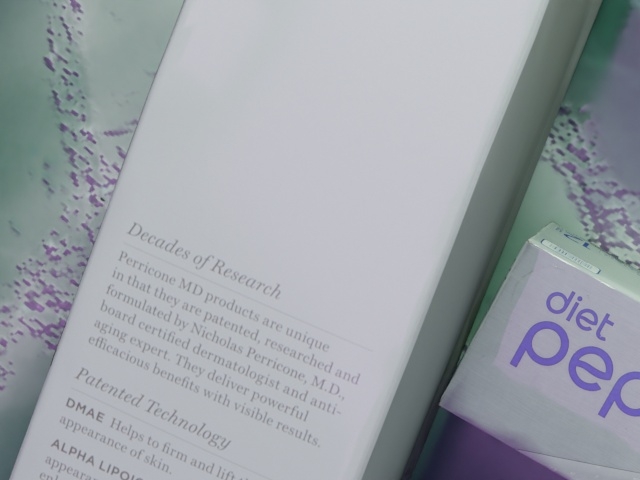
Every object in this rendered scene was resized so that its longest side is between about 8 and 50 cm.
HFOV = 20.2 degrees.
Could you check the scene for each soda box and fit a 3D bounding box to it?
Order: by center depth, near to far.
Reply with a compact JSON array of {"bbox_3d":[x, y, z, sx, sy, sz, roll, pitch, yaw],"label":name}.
[{"bbox_3d":[0.207,0.103,0.869,0.286,0.091,0.098,30,103,9],"label":"soda box"}]

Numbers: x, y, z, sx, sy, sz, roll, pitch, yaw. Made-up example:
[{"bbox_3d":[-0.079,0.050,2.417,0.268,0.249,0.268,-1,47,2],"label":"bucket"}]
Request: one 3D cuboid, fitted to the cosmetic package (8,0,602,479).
[{"bbox_3d":[0.000,0.000,0.849,0.156,0.217,0.385,22,99,11],"label":"cosmetic package"}]
